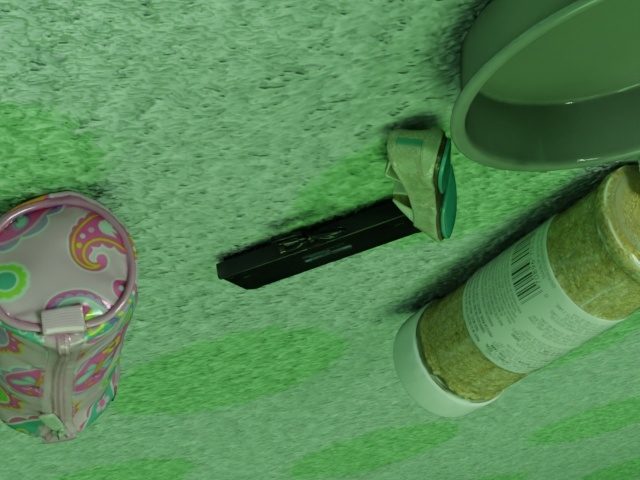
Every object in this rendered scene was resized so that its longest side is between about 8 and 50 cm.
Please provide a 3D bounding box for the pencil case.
[{"bbox_3d":[-0.207,0.070,1.118,0.124,0.124,0.284,-9,158,-16],"label":"pencil case"}]

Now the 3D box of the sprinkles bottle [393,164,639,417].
[{"bbox_3d":[0.209,0.059,1.376,0.121,0.121,0.355,-1,156,-33],"label":"sprinkles bottle"}]

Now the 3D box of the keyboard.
[{"bbox_3d":[0.000,0.000,1.222,0.180,0.023,0.108,-20,166,11],"label":"keyboard"}]

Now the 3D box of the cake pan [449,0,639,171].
[{"bbox_3d":[0.223,-0.135,0.975,0.293,0.054,0.293,-13,160,-5],"label":"cake pan"}]

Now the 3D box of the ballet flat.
[{"bbox_3d":[0.079,-0.048,1.127,0.052,0.057,0.168,11,159,11],"label":"ballet flat"}]

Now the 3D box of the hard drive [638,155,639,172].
[{"bbox_3d":[0.485,-0.048,1.249,0.353,0.047,0.233,23,141,-31],"label":"hard drive"}]
